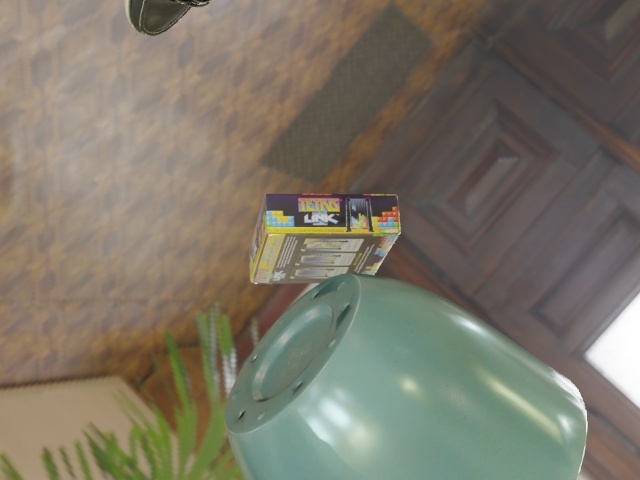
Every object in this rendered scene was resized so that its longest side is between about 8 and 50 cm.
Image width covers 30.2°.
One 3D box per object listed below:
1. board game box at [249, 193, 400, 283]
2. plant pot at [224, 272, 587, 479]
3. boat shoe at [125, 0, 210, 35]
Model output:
[{"bbox_3d":[0.000,0.000,1.290,0.141,0.048,0.170,1,160,-9],"label":"board game box"},{"bbox_3d":[0.055,0.171,1.098,0.293,0.235,0.293,-44,-162,19],"label":"plant pot"},{"bbox_3d":[-0.207,-0.440,1.931,0.127,0.113,0.340,2,140,-47],"label":"boat shoe"}]
